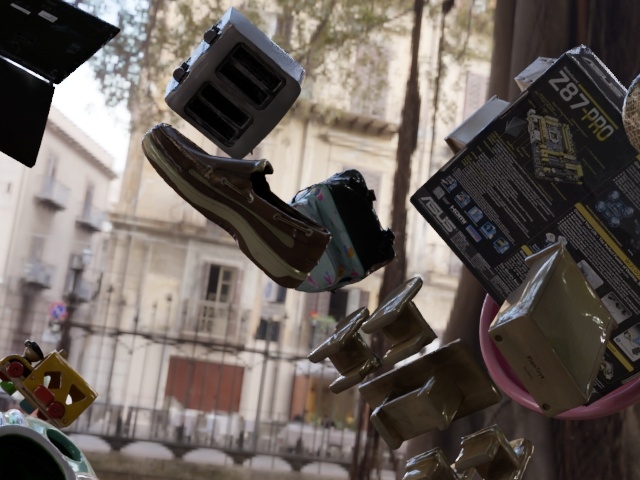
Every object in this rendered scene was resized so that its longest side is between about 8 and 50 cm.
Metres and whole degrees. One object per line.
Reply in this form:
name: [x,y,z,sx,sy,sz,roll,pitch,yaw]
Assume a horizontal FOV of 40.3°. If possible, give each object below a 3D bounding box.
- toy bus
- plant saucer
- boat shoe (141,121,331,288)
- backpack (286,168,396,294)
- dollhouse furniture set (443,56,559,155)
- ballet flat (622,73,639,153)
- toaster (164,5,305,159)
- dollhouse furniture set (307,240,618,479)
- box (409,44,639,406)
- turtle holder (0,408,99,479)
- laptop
toy bus: [-0.493,0.242,1.560,0.191,0.104,0.202,26,-35,28]
plant saucer: [0.424,0.135,1.407,0.332,0.332,0.084,-1,-28,36]
boat shoe: [-0.092,-0.062,1.029,0.257,0.095,0.095,42,14,3]
backpack: [0.000,0.000,1.328,0.144,0.166,0.188,-28,2,-31]
dollhouse furniture set: [0.443,-0.139,1.697,0.303,0.286,0.198,51,-4,-28]
ballet flat: [0.477,-0.052,0.708,0.482,0.164,0.182,21,30,23]
toaster: [-0.126,-0.232,1.335,0.185,0.168,0.110,39,20,-16]
dollhouse furniture set: [0.155,0.125,0.885,0.242,0.212,0.161,-32,5,35]
box: [0.357,-0.011,1.187,0.318,0.395,0.097,-46,-9,38]
turtle holder: [-0.361,0.348,1.021,0.243,0.320,0.227,-11,-26,-35]
laptop: [-0.518,-0.300,1.543,0.234,0.264,0.137,28,-32,15]
